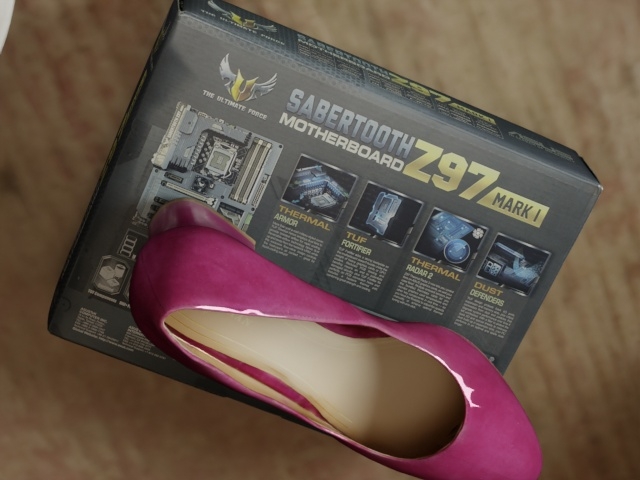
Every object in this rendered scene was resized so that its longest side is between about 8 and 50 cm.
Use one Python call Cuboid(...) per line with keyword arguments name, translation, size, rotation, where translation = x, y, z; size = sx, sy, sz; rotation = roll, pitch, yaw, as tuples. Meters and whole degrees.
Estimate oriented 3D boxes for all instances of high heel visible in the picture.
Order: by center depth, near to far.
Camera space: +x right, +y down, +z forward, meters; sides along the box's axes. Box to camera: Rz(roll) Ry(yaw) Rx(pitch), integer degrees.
Cuboid(name="high heel", translation=(0.017, 0.069, 0.687), size=(0.244, 0.117, 0.082), rotation=(40, 104, -18))

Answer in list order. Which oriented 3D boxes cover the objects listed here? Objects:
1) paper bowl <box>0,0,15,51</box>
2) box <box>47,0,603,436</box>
Cuboid(name="paper bowl", translation=(-0.271, -0.149, 0.599), size=(0.284, 0.148, 0.284), rotation=(-9, 133, -9))
Cuboid(name="box", translation=(0.000, 0.000, 0.754), size=(0.232, 0.059, 0.183), rotation=(21, 110, -12))
